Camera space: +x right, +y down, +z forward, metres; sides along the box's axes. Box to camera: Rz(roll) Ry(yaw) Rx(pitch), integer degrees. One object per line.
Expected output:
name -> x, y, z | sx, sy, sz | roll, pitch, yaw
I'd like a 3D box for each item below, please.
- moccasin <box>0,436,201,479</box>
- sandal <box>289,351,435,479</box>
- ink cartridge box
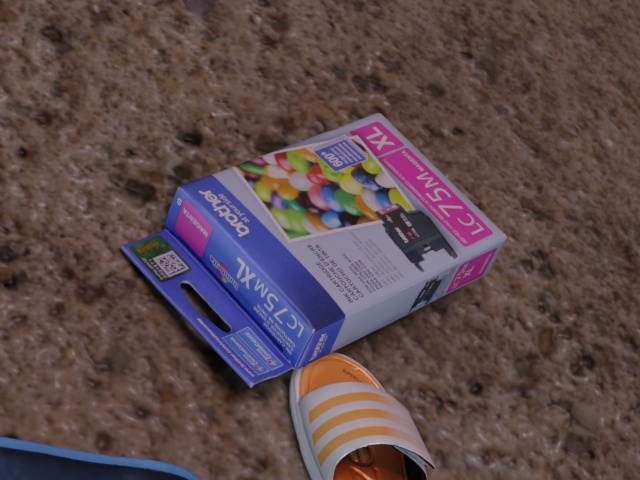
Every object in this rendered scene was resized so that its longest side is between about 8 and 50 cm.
moccasin -> -0.223, 0.203, 1.076 | 0.342, 0.138, 0.117 | 6, 57, -26
sandal -> 0.051, 0.195, 1.282 | 0.102, 0.076, 0.265 | 4, 53, -28
ink cartridge box -> 0.000, 0.000, 1.401 | 0.311, 0.065, 0.186 | -25, 61, -39
